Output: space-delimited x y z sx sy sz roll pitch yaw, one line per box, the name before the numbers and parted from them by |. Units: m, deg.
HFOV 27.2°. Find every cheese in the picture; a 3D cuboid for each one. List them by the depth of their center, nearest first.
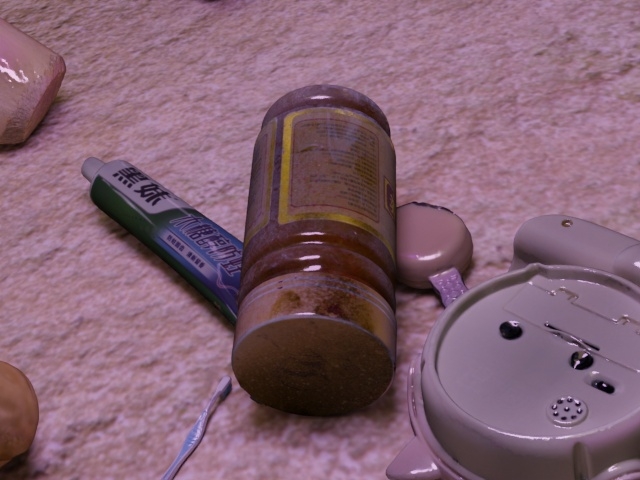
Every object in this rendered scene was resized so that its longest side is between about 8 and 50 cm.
cheese | 0.121 0.019 1.363 0.092 0.047 0.171 -34 43 -19

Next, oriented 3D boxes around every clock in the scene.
clock | 0.210 0.126 1.165 0.265 0.108 0.324 26 53 36

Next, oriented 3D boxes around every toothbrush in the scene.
toothbrush | -0.123 0.188 1.249 0.014 0.017 0.162 10 44 25

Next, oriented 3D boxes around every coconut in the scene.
coconut | -0.418 -0.208 1.688 0.153 0.147 0.147 28 44 -6

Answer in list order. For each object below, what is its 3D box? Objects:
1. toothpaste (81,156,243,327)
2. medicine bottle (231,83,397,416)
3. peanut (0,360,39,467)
toothpaste | -0.147 0.001 1.442 0.099 0.061 0.392 -29 46 -31
medicine bottle | 0.000 0.000 1.308 0.151 0.151 0.322 -5 47 9
peanut | -0.422 0.185 1.237 0.319 0.147 0.147 -18 39 -2
